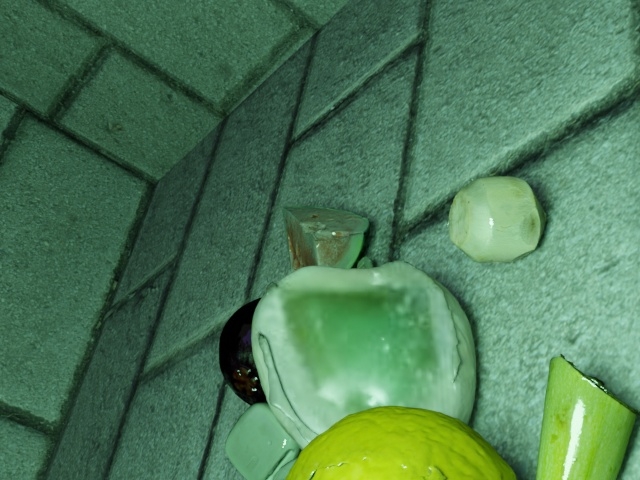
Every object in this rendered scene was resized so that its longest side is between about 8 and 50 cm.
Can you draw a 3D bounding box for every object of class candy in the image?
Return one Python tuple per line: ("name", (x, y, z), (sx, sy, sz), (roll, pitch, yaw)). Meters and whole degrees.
("candy", (0.081, 0.229, 1.452), (0.186, 0.387, 0.426), (86, 176, -50))

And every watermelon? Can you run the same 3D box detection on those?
("watermelon", (0.000, 0.000, 2.023), (0.224, 0.180, 0.305), (-48, 26, -1))

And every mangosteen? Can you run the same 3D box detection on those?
("mangosteen", (-0.071, 0.234, 1.846), (0.275, 0.275, 0.302), (-34, -2, 43))

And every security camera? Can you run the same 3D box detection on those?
("security camera", (-0.065, 0.456, 1.657), (0.301, 0.080, 0.157), (42, 99, 31))

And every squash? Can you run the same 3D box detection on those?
("squash", (0.345, 0.303, 1.109), (0.137, 0.137, 0.287), (-15, 54, 57))

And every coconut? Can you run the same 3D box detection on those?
("coconut", (0.320, -0.035, 1.499), (0.161, 0.162, 0.160), (-176, 90, -77))

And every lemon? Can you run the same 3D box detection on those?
("lemon", (0.118, 0.394, 1.131), (0.350, 0.387, 0.349), (0, 90, 29))

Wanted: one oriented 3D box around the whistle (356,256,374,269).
("whistle", (0.102, 0.117, 1.800), (0.110, 0.092, 0.244), (-50, 27, 29))
